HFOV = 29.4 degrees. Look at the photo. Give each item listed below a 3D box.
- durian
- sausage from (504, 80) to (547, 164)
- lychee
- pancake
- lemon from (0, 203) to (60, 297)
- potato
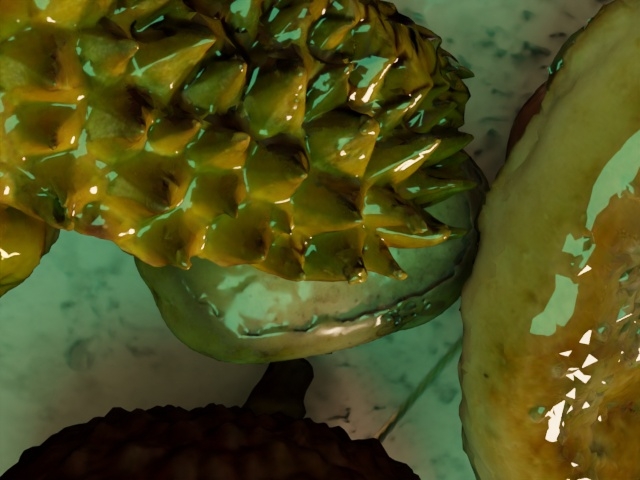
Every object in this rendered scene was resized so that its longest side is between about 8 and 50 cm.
[{"bbox_3d":[-0.072,-0.096,0.442,0.341,0.191,0.112,38,128,-11],"label":"durian"},{"bbox_3d":[0.125,0.013,0.599,0.077,0.077,0.194,-4,120,-1],"label":"sausage"},{"bbox_3d":[-0.054,0.190,0.599,0.264,0.300,0.264,16,154,8],"label":"lychee"},{"bbox_3d":[0.237,0.024,0.564,0.387,0.082,0.387,-12,125,-17],"label":"pancake"},{"bbox_3d":[-0.235,-0.024,0.487,0.260,0.204,0.204,8,118,-15],"label":"lemon"},{"bbox_3d":[0.000,0.000,0.576,0.170,0.080,0.107,-19,81,-11],"label":"potato"}]
